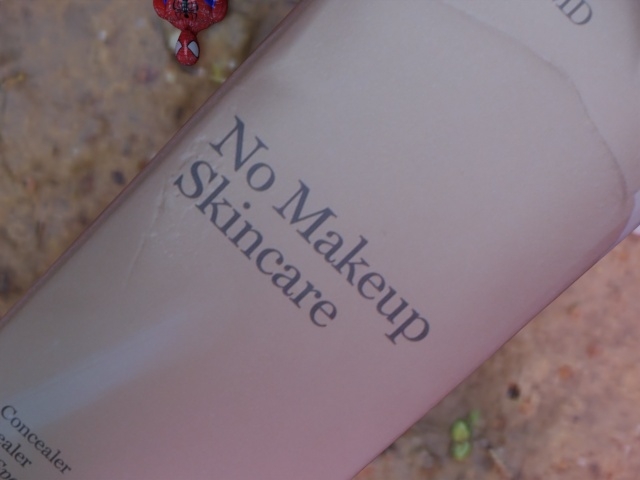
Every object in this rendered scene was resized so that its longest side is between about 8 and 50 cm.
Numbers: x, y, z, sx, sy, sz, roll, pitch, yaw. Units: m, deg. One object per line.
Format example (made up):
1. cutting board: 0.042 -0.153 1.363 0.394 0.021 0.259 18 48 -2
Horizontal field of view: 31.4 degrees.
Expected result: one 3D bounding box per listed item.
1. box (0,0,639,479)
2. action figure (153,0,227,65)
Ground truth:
1. box: 0.000 0.000 0.466 0.148 0.121 0.311 43 106 -4
2. action figure: -0.057 -0.133 0.488 0.038 0.030 0.115 2 107 2
